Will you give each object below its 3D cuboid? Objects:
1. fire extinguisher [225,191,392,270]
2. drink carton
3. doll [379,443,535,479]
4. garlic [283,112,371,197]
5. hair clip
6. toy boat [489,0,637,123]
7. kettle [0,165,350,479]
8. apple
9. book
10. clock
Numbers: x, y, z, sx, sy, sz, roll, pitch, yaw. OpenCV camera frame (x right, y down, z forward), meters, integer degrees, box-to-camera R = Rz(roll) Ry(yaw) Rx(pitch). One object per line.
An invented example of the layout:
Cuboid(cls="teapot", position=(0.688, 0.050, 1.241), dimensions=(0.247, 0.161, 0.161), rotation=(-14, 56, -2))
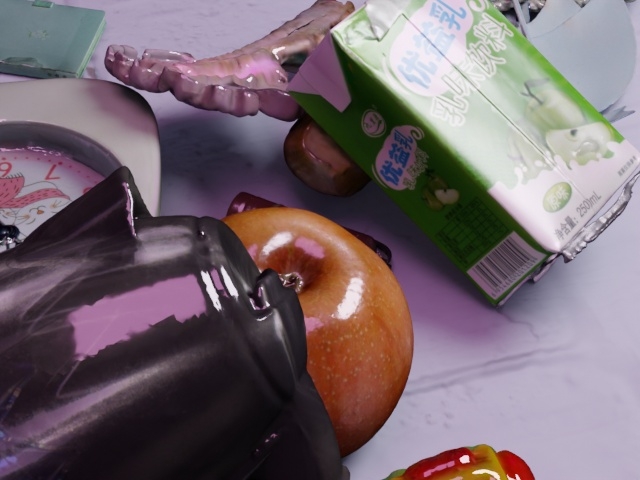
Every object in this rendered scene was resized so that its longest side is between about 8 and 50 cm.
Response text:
Cuboid(cls="fire extinguisher", position=(0.000, 0.000, 1.342), dimensions=(0.157, 0.045, 0.078), rotation=(19, 26, 18))
Cuboid(cls="drink carton", position=(0.127, -0.097, 1.313), dimensions=(0.271, 0.108, 0.161), rotation=(46, 55, 2))
Cuboid(cls="doll", position=(0.138, 0.273, 0.975), dimensions=(0.183, 0.160, 0.363), rotation=(-15, 29, -13))
Cuboid(cls="garlic", position=(0.032, -0.103, 1.399), dimensions=(0.087, 0.101, 0.195), rotation=(43, 54, 1))
Cuboid(cls="hair clip", position=(-0.063, -0.158, 1.423), dimensions=(0.173, 0.069, 0.300), rotation=(17, 26, 31))
Cuboid(cls="toy boat", position=(0.211, -0.207, 1.532), dimensions=(0.210, 0.070, 0.291), rotation=(9, 49, 11))
Cuboid(cls="kettle", position=(-0.143, 0.139, 1.036), dimensions=(0.324, 0.320, 0.228), rotation=(-27, 4, 7))
Cuboid(cls="apple", position=(-0.029, 0.069, 1.187), dimensions=(0.201, 0.162, 0.201), rotation=(1, 43, -1))
Cuboid(cls="book", position=(-0.287, -0.201, 1.551), dimensions=(0.135, 0.017, 0.103), rotation=(9, 48, 8))
Cuboid(cls="clock", position=(-0.256, 0.004, 1.285), dimensions=(0.265, 0.108, 0.324), rotation=(-4, 46, -8))
